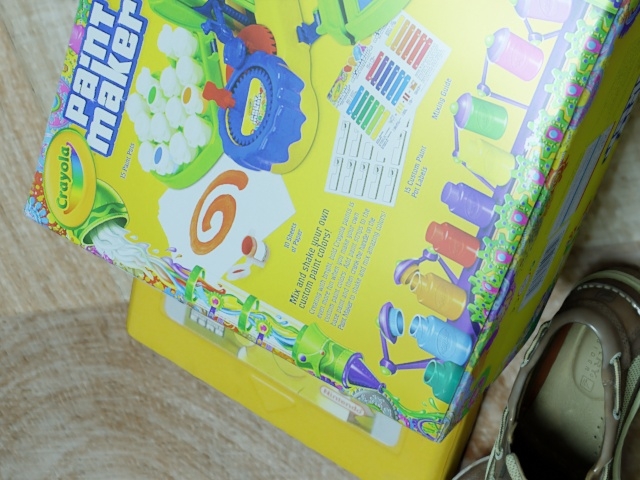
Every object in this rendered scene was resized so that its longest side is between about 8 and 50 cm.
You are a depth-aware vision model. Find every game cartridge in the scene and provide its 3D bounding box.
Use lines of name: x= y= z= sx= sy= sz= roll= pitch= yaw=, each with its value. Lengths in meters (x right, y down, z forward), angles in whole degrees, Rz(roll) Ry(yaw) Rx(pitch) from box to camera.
game cartridge: x=0.000 y=0.000 z=1.087 sx=0.285 sy=0.052 sz=0.324 roll=29 pitch=131 yaw=20

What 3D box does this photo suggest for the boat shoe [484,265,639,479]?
boat shoe: x=0.143 y=0.140 z=0.999 sx=0.095 sy=0.095 sz=0.258 roll=22 pitch=116 yaw=26

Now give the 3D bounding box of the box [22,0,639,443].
box: x=0.023 y=-0.099 z=0.872 sx=0.279 sy=0.177 sz=0.290 roll=28 pitch=118 yaw=15

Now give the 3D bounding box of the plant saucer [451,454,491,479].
plant saucer: x=0.153 y=0.225 z=1.091 sx=0.168 sy=0.029 sz=0.169 roll=4 pitch=98 yaw=30
